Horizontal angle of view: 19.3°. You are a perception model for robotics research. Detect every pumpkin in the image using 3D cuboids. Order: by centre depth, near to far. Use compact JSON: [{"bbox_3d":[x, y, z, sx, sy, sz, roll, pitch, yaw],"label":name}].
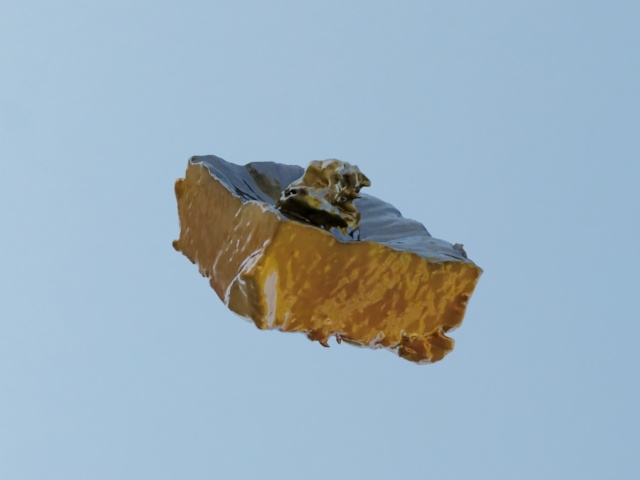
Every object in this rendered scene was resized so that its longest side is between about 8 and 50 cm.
[{"bbox_3d":[0.000,0.000,0.585,0.083,0.074,0.054,12,-75,-31],"label":"pumpkin"}]
